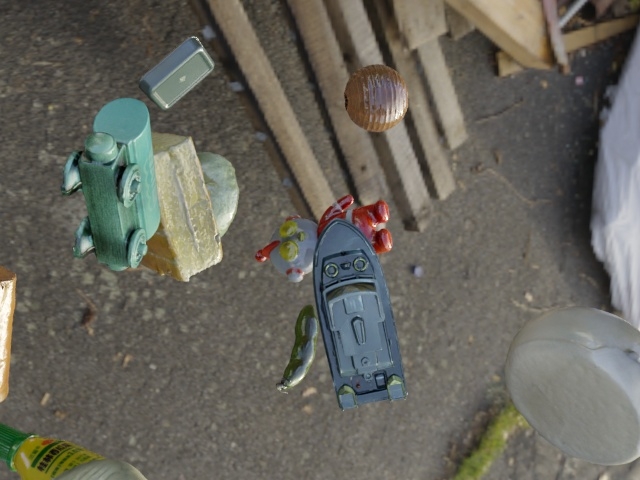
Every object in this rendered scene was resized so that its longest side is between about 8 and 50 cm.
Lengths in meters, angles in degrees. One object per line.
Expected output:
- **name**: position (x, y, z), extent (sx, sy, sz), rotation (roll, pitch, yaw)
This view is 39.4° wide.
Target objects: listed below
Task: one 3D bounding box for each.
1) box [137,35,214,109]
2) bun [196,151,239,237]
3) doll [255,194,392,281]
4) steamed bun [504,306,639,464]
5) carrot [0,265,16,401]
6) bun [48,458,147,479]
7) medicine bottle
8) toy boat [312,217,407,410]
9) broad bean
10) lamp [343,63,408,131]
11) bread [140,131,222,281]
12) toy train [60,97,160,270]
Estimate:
- **box**: position (-0.236, -0.274, 1.479), extent (0.126, 0.031, 0.091), rotation (-40, 161, -2)
- **bun**: position (-0.252, -0.089, 1.811), extent (0.118, 0.195, 0.196), rotation (21, 80, -36)
- **doll**: position (0.000, 0.000, 1.490), extent (0.076, 0.244, 0.142), rotation (51, 33, -56)
- **steamed bun**: position (0.461, 0.230, 1.512), extent (0.177, 0.283, 0.283), rotation (-38, 119, -36)
- **carrot**: position (-0.643, 0.158, 1.600), extent (0.196, 0.196, 0.254), rotation (1, 107, -44)
- **bun**: position (-0.259, 0.379, 0.956), extent (0.146, 0.287, 0.287), rotation (43, 66, -32)
- **medicine bottle**: position (-0.504, 0.388, 1.588), extent (0.111, 0.308, 0.076), rotation (-38, 135, -51)
- **toy boat**: position (0.053, 0.110, 1.362), extent (0.114, 0.122, 0.296), rotation (-12, 100, 0)
- **broad bean**: position (-0.040, 0.238, 1.968), extent (0.065, 0.046, 0.255), rotation (28, 45, -10)
- **lamp**: position (0.111, -0.286, 1.798), extent (0.136, 0.136, 0.136), rotation (-6, 99, -43)
- **bread**: position (-0.293, -0.065, 1.568), extent (0.111, 0.246, 0.239), rotation (-28, 117, -31)
- **toy train**: position (-0.264, -0.070, 1.180), extent (0.248, 0.101, 0.159), rotation (99, 8, -51)
